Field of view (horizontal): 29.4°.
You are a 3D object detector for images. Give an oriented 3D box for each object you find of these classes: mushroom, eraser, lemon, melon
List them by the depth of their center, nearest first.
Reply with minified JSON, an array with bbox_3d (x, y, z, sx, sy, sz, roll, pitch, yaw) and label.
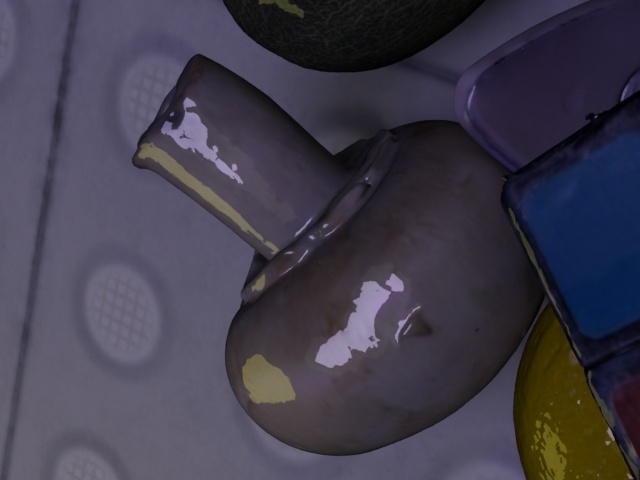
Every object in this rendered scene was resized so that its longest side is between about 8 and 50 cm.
[{"bbox_3d":[0.258,0.141,0.896,0.236,0.236,0.263,-35,80,35],"label":"lemon"},{"bbox_3d":[0.204,-0.104,0.901,0.059,0.243,0.204,-138,53,-62],"label":"eraser"},{"bbox_3d":[0.050,-0.271,0.952,0.302,0.237,0.237,-43,75,30],"label":"melon"},{"bbox_3d":[0.000,0.000,0.977,0.336,0.314,0.314,36,122,-7],"label":"mushroom"}]

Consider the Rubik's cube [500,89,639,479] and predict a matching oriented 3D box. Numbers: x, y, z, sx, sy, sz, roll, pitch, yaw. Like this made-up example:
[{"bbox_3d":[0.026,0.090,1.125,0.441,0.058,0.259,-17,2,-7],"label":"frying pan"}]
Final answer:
[{"bbox_3d":[0.374,0.026,0.635,0.362,0.363,0.358,-34,76,43],"label":"Rubik's cube"}]
